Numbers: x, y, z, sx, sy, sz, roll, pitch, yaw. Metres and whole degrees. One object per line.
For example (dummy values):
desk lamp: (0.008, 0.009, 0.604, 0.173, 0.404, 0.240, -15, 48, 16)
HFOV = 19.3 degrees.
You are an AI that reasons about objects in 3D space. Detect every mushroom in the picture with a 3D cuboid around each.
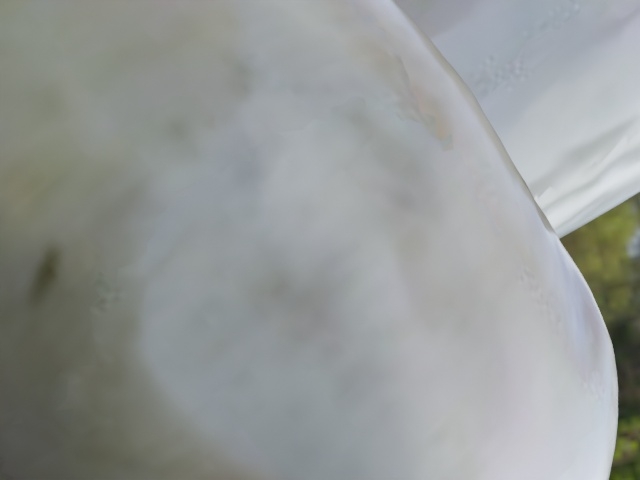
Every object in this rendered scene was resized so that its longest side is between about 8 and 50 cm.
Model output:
mushroom: (-0.023, 0.020, 0.606, 0.325, 0.353, 0.353, -89, 165, -47)
